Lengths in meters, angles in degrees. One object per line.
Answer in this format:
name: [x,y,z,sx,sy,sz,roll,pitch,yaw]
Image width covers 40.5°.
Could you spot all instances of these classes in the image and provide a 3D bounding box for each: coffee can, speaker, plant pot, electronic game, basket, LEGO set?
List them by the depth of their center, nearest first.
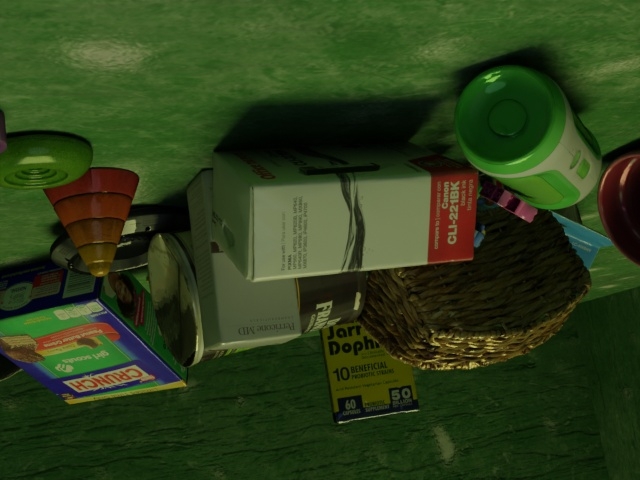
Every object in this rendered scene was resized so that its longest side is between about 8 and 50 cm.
speaker: [0.253,-0.114,1.029,0.131,0.131,0.296,-14,167,24]
LEGO set: [0.197,-0.037,1.135,0.093,0.087,0.227,26,-173,-24]
coffee can: [-0.098,0.060,1.315,0.275,0.201,0.201,-13,171,-26]
basket: [0.231,0.099,1.324,0.299,0.213,0.223,-14,152,-23]
electronic game: [-0.300,0.000,1.339,0.229,0.048,0.229,-16,166,-4]
plant pot: [0.580,-0.070,1.382,0.180,0.201,0.201,-21,175,-27]

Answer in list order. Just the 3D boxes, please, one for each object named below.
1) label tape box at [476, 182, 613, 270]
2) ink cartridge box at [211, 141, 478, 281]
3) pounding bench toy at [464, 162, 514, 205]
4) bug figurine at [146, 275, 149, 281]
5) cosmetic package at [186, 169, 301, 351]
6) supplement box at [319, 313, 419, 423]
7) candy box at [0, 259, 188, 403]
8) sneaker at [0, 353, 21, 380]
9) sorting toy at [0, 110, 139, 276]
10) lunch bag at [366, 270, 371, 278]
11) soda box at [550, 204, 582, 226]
label tape box: [0.335,0.033,1.582,0.249,0.115,0.347,23,165,-6]
ink cartridge box: [0.020,-0.043,1.037,0.273,0.114,0.197,-6,-162,-19]
pounding bench toy: [0.264,-0.087,1.316,0.083,0.065,0.052,1,165,-42]
bug figurine: [-0.222,0.088,1.777,0.279,0.072,0.216,-18,165,38]
cosmetic package: [-0.104,0.026,1.160,0.117,0.231,0.085,-4,167,-25]
supplement box: [0.101,0.244,2.064,0.194,0.356,0.195,-9,168,-3]
candy box: [-0.428,0.168,1.585,0.268,0.122,0.317,-13,142,17]
sneaker: [-0.635,0.226,1.880,0.448,0.169,0.257,-10,167,-7]
sorting toy: [-0.305,-0.036,0.976,0.127,0.126,0.365,-11,169,8]
lunch bag: [0.129,0.019,1.501,0.176,0.090,0.219,-37,168,-16]
soda box: [0.484,-0.016,1.766,0.098,0.091,0.286,-11,168,19]
